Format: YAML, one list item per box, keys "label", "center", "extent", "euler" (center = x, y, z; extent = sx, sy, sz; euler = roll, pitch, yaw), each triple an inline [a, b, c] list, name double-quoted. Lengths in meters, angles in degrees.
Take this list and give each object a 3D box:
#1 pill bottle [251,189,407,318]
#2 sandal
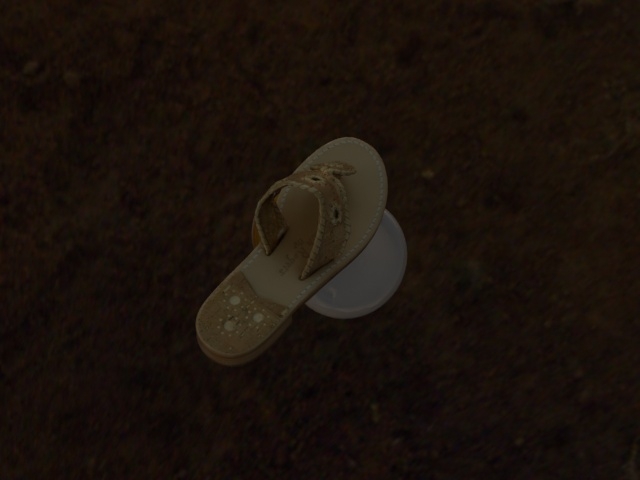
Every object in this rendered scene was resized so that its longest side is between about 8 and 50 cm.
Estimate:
- label: "pill bottle"
  center: [0.000, 0.000, 1.254]
  extent: [0.117, 0.215, 0.117]
  euler: [-3, 100, -15]
- label: "sandal"
  center: [-0.015, -0.010, 0.996]
  extent: [0.088, 0.079, 0.240]
  euler: [29, 62, 13]
